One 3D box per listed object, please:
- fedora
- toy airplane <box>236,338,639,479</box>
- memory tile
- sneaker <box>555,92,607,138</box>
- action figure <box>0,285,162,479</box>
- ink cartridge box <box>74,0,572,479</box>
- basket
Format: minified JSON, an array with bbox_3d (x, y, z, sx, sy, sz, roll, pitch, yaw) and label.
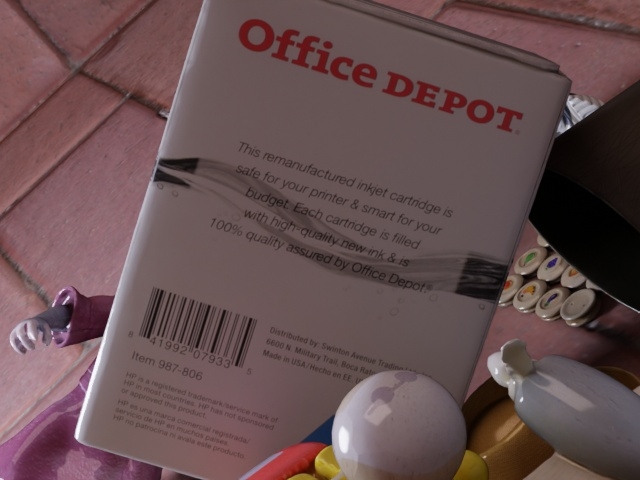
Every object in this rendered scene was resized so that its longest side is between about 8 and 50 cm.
[{"bbox_3d":[0.165,0.154,1.301,0.194,0.079,0.194,-31,27,18],"label":"fedora"},{"bbox_3d":[0.087,0.214,1.058,0.384,0.273,0.386,-13,21,7],"label":"toy airplane"},{"bbox_3d":[0.226,0.027,1.501,0.113,0.012,0.148,-48,27,-15],"label":"memory tile"},{"bbox_3d":[0.235,-0.109,1.613,0.234,0.094,0.153,4,15,26],"label":"sneaker"},{"bbox_3d":[-0.176,0.165,1.606,0.370,0.248,0.276,-57,-7,-6],"label":"action figure"},{"bbox_3d":[0.000,0.000,1.322,0.166,0.285,0.395,-88,16,-77],"label":"ink cartridge box"},{"bbox_3d":[0.308,-0.071,1.387,0.227,0.154,0.204,-42,50,-15],"label":"basket"}]
